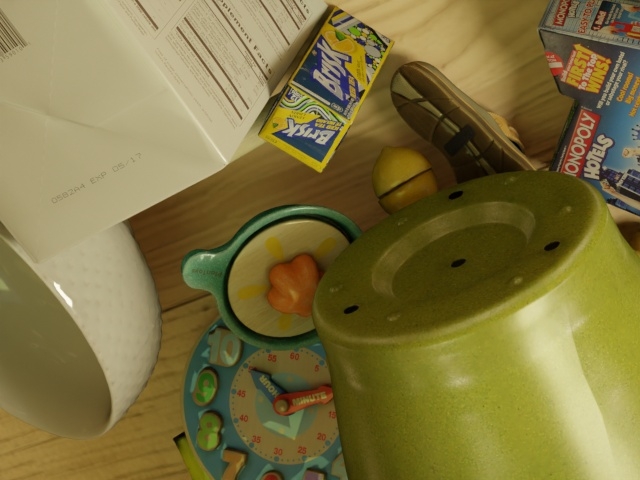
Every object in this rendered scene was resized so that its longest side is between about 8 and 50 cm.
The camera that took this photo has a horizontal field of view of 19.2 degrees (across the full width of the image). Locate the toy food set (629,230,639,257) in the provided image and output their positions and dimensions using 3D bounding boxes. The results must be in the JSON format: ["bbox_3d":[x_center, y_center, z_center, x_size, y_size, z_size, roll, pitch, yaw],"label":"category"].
[{"bbox_3d":[0.323,0.061,1.561,0.218,0.071,0.128,42,157,-4],"label":"toy food set"}]

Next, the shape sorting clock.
[{"bbox_3d":[-0.030,0.148,1.706,0.206,0.040,0.206,0,90,17],"label":"shape sorting clock"}]

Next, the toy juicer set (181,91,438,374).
[{"bbox_3d":[0.000,0.000,1.540,0.329,0.089,0.209,36,102,-32],"label":"toy juicer set"}]

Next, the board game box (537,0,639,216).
[{"bbox_3d":[0.251,-0.110,1.458,0.194,0.060,0.194,24,140,6],"label":"board game box"}]

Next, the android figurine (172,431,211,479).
[{"bbox_3d":[-0.031,0.285,1.776,0.248,0.056,0.273,-22,93,21],"label":"android figurine"}]

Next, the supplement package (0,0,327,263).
[{"bbox_3d":[-0.158,-0.158,1.451,0.199,0.263,0.198,-25,111,31],"label":"supplement package"}]

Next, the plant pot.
[{"bbox_3d":[0.164,0.150,1.481,0.366,0.366,0.353,-13,117,25],"label":"plant pot"}]

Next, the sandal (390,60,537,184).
[{"bbox_3d":[0.130,-0.079,1.542,0.180,0.049,0.072,49,134,-3],"label":"sandal"}]

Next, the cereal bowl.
[{"bbox_3d":[-0.265,0.006,1.638,0.339,0.141,0.339,30,150,20],"label":"cereal bowl"}]

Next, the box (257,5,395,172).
[{"bbox_3d":[0.006,-0.120,1.477,0.059,0.169,0.054,31,119,-3],"label":"box"}]
